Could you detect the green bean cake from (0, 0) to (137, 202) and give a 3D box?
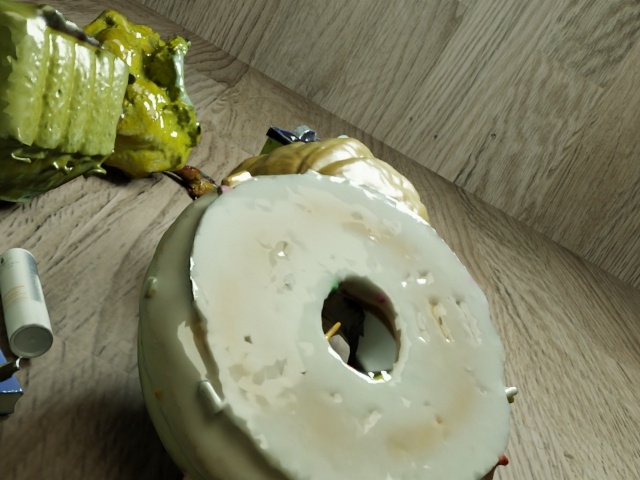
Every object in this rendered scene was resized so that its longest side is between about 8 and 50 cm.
[{"bbox_3d":[-0.398,-0.153,0.977,0.285,0.202,0.310,8,-1,14],"label":"green bean cake"}]

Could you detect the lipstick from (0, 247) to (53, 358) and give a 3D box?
[{"bbox_3d":[-0.286,0.057,0.818,0.040,0.040,0.141,19,20,-34],"label":"lipstick"}]

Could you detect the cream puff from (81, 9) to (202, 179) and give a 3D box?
[{"bbox_3d":[-0.266,-0.231,1.303,0.282,0.185,0.282,49,20,-24],"label":"cream puff"}]

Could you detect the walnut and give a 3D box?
[{"bbox_3d":[0.000,-0.002,1.091,0.313,0.277,0.252,-14,86,-66],"label":"walnut"}]

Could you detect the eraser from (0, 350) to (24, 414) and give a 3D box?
[{"bbox_3d":[-0.289,0.106,0.694,0.063,0.027,0.085,10,28,-48],"label":"eraser"}]

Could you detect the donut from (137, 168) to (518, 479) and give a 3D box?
[{"bbox_3d":[0.005,0.111,0.795,0.382,0.142,0.383,17,51,-22],"label":"donut"}]

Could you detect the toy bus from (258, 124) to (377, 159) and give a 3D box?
[{"bbox_3d":[0.001,-0.089,1.482,0.138,0.175,0.287,41,20,28],"label":"toy bus"}]

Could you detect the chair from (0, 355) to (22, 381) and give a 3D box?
[{"bbox_3d":[-0.266,0.178,0.364,0.325,0.170,0.160,-19,37,-7],"label":"chair"}]

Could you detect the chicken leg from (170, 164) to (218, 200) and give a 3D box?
[{"bbox_3d":[-0.209,-0.095,1.396,0.145,0.037,0.062,37,34,19],"label":"chicken leg"}]
